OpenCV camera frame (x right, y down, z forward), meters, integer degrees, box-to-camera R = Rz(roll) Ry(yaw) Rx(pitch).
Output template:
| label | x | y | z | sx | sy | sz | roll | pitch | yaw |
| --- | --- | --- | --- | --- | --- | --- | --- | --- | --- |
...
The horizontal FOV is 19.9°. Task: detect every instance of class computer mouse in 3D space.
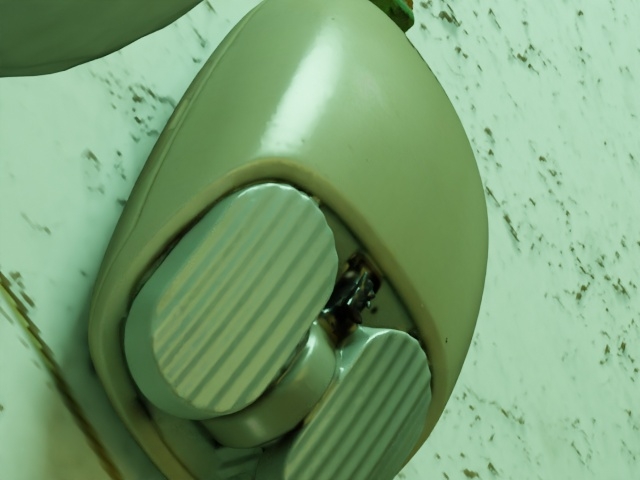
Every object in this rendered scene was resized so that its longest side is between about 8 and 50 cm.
| label | x | y | z | sx | sy | sz | roll | pitch | yaw |
| --- | --- | --- | --- | --- | --- | --- | --- | --- | --- |
| computer mouse | 0.000 | 0.000 | 0.674 | 0.145 | 0.082 | 0.236 | 55 | 36 | -25 |

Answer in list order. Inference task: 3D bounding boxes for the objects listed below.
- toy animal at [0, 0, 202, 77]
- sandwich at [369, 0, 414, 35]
| label | x | y | z | sx | sy | sz | roll | pitch | yaw |
| --- | --- | --- | --- | --- | --- | --- | --- | --- | --- |
| toy animal | -0.099 | -0.105 | 0.417 | 0.271 | 0.265 | 0.206 | -30 | 101 | -58 |
| sandwich | 0.017 | -0.143 | 0.810 | 0.067 | 0.029 | 0.135 | -3 | 78 | -55 |
